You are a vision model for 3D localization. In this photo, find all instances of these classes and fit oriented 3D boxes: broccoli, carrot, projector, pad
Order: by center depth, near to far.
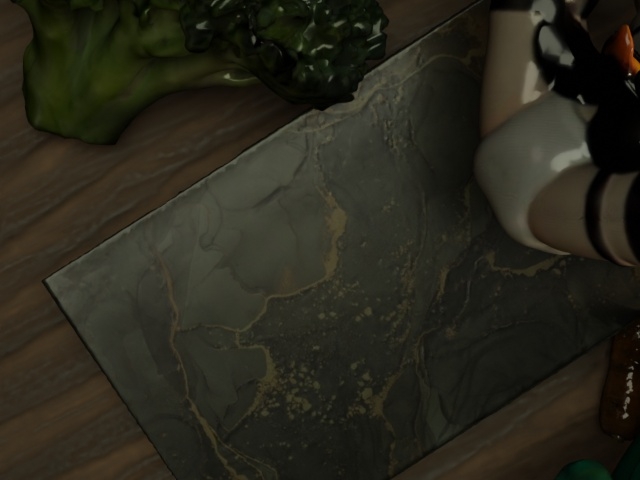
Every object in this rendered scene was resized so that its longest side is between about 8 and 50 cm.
[{"bbox_3d":[-0.110,-0.175,0.876,0.248,0.245,0.288,-6,60,-35],"label":"broccoli"},{"bbox_3d":[0.036,0.028,0.884,0.367,0.007,0.248,-32,100,-3],"label":"pad"},{"bbox_3d":[0.000,0.000,0.917,0.147,0.061,0.115,-31,89,-2],"label":"projector"},{"bbox_3d":[0.224,0.061,0.932,0.035,0.035,0.165,12,84,-1],"label":"carrot"}]

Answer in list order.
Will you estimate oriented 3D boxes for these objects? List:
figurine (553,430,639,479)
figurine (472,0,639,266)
[{"bbox_3d":[0.279,0.217,0.826,0.323,0.231,0.340,6,87,-18],"label":"figurine"},{"bbox_3d":[0.251,-0.065,0.807,0.323,0.196,0.320,2,52,-34],"label":"figurine"}]
